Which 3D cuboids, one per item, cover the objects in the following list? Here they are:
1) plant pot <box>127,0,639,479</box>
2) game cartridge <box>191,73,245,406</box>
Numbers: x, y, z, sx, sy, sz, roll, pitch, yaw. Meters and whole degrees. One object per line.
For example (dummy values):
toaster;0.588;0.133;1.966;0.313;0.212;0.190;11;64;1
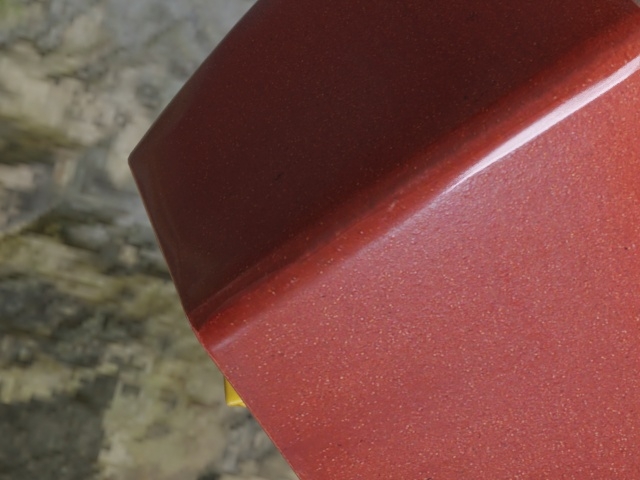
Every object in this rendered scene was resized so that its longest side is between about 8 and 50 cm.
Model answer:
plant pot;0.057;-0.001;0.817;0.267;0.236;0.267;57;-177;-35
game cartridge;0.000;0.000;1.507;0.053;0.323;0.285;-20;161;37
